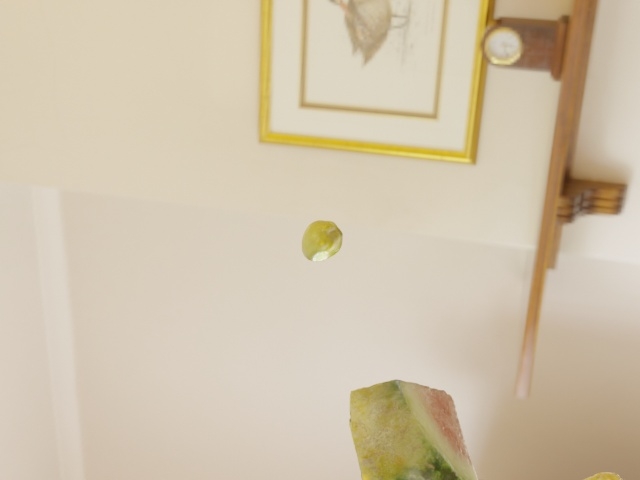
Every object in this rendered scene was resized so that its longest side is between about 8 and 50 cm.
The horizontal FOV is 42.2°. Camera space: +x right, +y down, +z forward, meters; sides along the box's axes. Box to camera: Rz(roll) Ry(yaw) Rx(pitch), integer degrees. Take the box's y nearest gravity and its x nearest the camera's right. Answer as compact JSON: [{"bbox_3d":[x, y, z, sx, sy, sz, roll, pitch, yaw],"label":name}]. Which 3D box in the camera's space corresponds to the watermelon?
[{"bbox_3d":[0.124,0.351,1.329,0.310,0.193,0.232,59,-155,-6],"label":"watermelon"}]

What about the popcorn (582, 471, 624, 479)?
[{"bbox_3d":[0.643,0.622,1.732,0.286,0.252,0.215,53,-172,4],"label":"popcorn"}]

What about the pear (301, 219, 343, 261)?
[{"bbox_3d":[0.000,0.000,1.795,0.097,0.092,0.092,-39,-19,-2],"label":"pear"}]
